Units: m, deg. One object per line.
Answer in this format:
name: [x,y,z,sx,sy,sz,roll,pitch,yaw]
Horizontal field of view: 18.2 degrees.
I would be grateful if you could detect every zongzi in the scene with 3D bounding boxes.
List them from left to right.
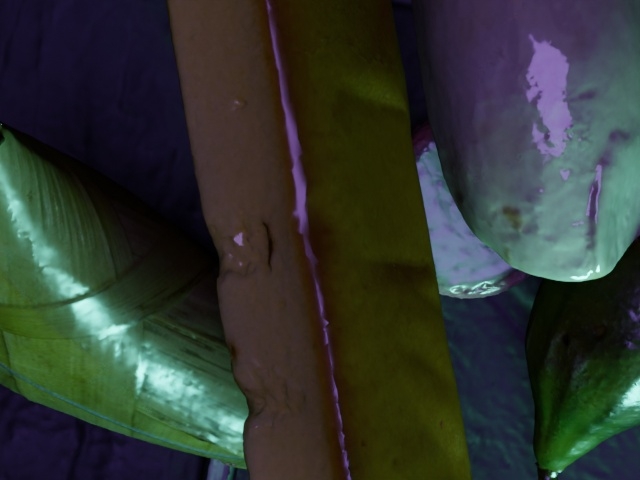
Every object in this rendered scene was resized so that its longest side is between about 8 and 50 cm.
zongzi: [-0.087,0.022,0.997,0.228,0.256,0.115,23,65,-6]

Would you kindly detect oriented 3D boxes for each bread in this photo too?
bread: [0.000,-0.001,1.006,0.077,0.138,0.361,-11,86,28]

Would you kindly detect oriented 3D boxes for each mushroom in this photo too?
mushroom: [0.098,-0.151,1.020,0.128,0.128,0.350,-14,89,1]

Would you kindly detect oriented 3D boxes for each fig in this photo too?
fig: [0.152,0.060,1.073,0.117,0.117,0.177,35,111,-6]

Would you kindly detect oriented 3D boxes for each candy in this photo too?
candy: [0.080,-0.020,1.087,0.103,0.043,0.103,0,98,-3]
